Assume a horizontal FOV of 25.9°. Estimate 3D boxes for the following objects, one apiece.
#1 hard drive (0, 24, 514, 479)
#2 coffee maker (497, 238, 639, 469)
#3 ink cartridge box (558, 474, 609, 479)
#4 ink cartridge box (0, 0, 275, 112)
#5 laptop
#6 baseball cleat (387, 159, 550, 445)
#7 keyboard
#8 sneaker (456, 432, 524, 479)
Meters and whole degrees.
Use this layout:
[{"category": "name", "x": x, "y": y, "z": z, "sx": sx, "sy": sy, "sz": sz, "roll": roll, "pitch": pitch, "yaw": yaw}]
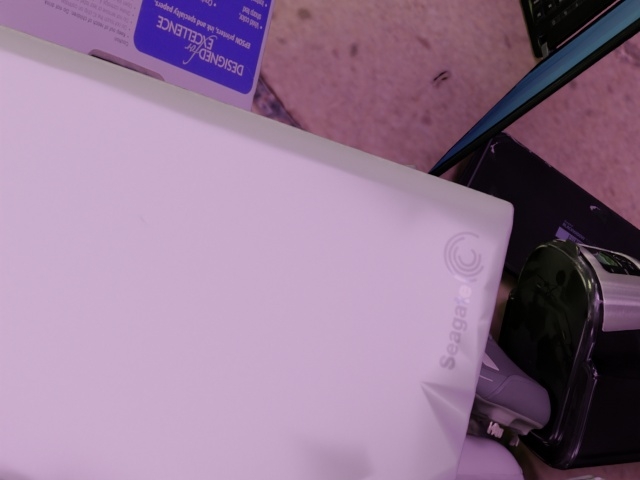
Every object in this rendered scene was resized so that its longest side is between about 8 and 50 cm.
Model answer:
[{"category": "hard drive", "x": -0.075, "y": 0.032, "z": 0.627, "sx": 0.307, "sy": 0.040, "sz": 0.203, "roll": 18, "pitch": 76, "yaw": -14}, {"category": "coffee maker", "x": 0.201, "y": 0.085, "z": 0.802, "sx": 0.178, "sy": 0.120, "sz": 0.171, "roll": 1, "pitch": 88, "yaw": -19}, {"category": "ink cartridge box", "x": 0.203, "y": 0.239, "z": 0.793, "sx": 0.235, "sy": 0.056, "sz": 0.171, "roll": 25, "pitch": 57, "yaw": -46}, {"category": "ink cartridge box", "x": -0.100, "y": -0.160, "z": 0.734, "sx": 0.206, "sy": 0.045, "sz": 0.208, "roll": 18, "pitch": 81, "yaw": -50}, {"category": "laptop", "x": 0.142, "y": -0.193, "z": 0.831, "sx": 0.136, "sy": 0.234, "sz": 0.264, "roll": -1, "pitch": 71, "yaw": -30}, {"category": "baseball cleat", "x": 0.051, "y": 0.023, "z": 0.722, "sx": 0.205, "sy": 0.072, "sz": 0.109, "roll": 30, "pitch": 79, "yaw": -23}, {"category": "keyboard", "x": 0.154, "y": 0.021, "z": 0.872, "sx": 0.180, "sy": 0.023, "sz": 0.108, "roll": 34, "pitch": 66, "yaw": -11}, {"category": "sneaker", "x": 0.003, "y": 0.109, "z": 0.722, "sx": 0.235, "sy": 0.090, "sz": 0.095, "roll": 5, "pitch": 54, "yaw": -30}]
